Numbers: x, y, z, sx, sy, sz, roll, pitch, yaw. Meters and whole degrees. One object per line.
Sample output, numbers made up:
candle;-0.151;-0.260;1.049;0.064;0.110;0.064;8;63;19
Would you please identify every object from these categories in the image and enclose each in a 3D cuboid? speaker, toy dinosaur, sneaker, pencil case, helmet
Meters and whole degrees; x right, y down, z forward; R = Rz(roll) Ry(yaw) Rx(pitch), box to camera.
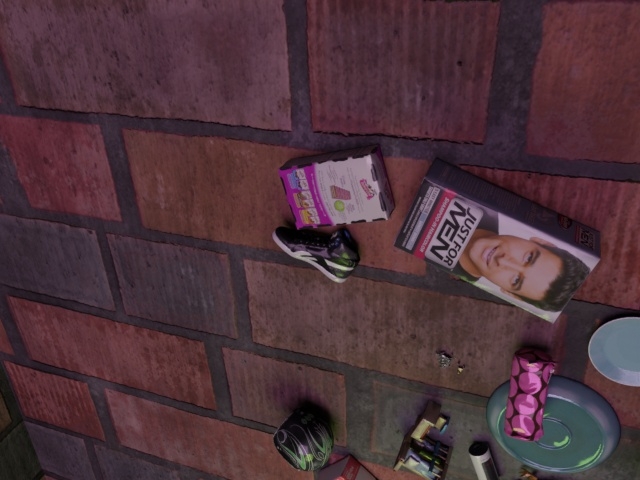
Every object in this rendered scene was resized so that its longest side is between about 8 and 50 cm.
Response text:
speaker;0.443;0.611;1.662;0.055;0.055;0.136;-10;113;29
toy dinosaur;0.575;0.656;1.636;0.112;0.064;0.211;38;139;-22
sneaker;0.000;0.000;1.496;0.217;0.079;0.121;31;124;-6
pencil case;0.487;0.361;1.432;0.098;0.095;0.209;11;105;31
helmet;-0.040;0.587;1.803;0.161;0.169;0.169;40;129;19

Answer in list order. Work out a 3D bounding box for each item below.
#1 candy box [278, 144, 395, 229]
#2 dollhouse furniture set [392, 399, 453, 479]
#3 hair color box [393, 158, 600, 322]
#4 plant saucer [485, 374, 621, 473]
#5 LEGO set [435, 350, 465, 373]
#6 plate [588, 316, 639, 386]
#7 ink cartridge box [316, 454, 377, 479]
candy box;0.037;-0.119;1.405;0.233;0.071;0.159;-5;116;27
dollhouse furniture set;0.297;0.556;1.649;0.129;0.129;0.183;28;126;7
hair color box;0.366;-0.001;1.299;0.374;0.113;0.185;26;126;8
plant saucer;0.570;0.469;1.528;0.317;0.044;0.317;12;123;19
LEGO set;0.324;0.310;1.557;0.083;0.023;0.054;21;125;13
plate;0.689;0.240;1.349;0.188;0.024;0.188;12;123;19
ink cartridge box;0.107;0.788;1.898;0.218;0.092;0.158;43;127;-6
